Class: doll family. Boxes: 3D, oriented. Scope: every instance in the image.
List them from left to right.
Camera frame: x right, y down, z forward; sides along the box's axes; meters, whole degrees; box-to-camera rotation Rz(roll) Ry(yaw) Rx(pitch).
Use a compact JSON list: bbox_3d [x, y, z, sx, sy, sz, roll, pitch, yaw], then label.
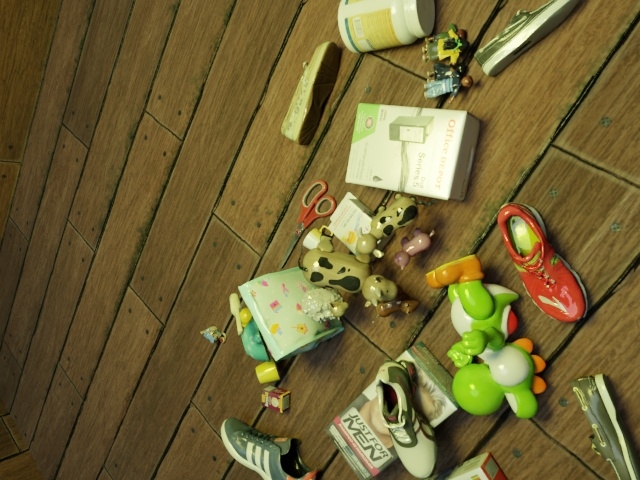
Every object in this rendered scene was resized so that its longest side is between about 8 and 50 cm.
[{"bbox_3d":[0.299,-0.411,1.036,0.111,0.076,0.193,-2,96,29],"label":"doll family"}]

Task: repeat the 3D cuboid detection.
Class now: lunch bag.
[{"bbox_3d":[-0.089,0.199,1.207,0.160,0.262,0.223,-37,73,29],"label":"lunch bag"}]

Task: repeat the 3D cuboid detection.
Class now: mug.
[{"bbox_3d":[-0.003,0.002,1.263,0.064,0.062,0.078,38,119,18],"label":"mug"}]

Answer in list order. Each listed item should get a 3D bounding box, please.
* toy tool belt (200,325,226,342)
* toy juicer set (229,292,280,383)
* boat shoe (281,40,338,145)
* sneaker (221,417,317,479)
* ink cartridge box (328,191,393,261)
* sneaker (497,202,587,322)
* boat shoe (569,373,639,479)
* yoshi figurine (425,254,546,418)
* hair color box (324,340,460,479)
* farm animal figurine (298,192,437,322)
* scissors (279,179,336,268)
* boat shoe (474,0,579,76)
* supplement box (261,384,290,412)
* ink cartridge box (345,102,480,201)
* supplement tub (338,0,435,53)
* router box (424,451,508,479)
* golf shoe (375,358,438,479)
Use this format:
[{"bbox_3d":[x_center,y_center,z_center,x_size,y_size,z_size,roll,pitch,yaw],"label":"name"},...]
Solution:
[{"bbox_3d":[-0.368,0.329,1.526,0.083,0.051,0.052,26,107,30],"label":"toy tool belt"},{"bbox_3d":[-0.186,0.259,1.299,0.089,0.329,0.209,-19,47,-7],"label":"toy juicer set"},{"bbox_3d":[-0.036,-0.412,1.236,0.089,0.104,0.285,32,110,26],"label":"boat shoe"},{"bbox_3d":[-0.151,0.634,1.362,0.350,0.131,0.148,32,102,22],"label":"sneaker"},{"bbox_3d":[0.095,-0.040,1.192,0.181,0.061,0.104,45,115,24],"label":"ink cartridge box"},{"bbox_3d":[0.445,0.049,0.928,0.107,0.118,0.279,-35,73,31],"label":"sneaker"},{"bbox_3d":[0.571,0.385,0.888,0.068,0.081,0.228,-23,72,35],"label":"boat shoe"},{"bbox_3d":[0.332,0.228,0.983,0.203,0.203,0.362,-34,76,47],"label":"yoshi figurine"},{"bbox_3d":[0.182,0.437,1.132,0.174,0.105,0.347,48,115,22],"label":"hair color box"},{"bbox_3d":[0.102,0.061,1.039,0.327,0.172,0.330,0,114,9],"label":"farm animal figurine"},{"bbox_3d":[-0.061,-0.048,1.325,0.297,0.021,0.109,-48,70,27],"label":"scissors"},{"bbox_3d":[0.428,-0.448,0.940,0.219,0.078,0.070,-37,74,31],"label":"boat shoe"},{"bbox_3d":[-0.138,0.491,1.385,0.083,0.043,0.055,3,96,34],"label":"supplement box"},{"bbox_3d":[0.216,-0.213,1.070,0.273,0.115,0.198,15,100,32],"label":"ink cartridge box"},{"bbox_3d":[0.159,-0.540,1.075,0.199,0.144,0.144,5,95,34],"label":"supplement tub"},{"bbox_3d":[0.341,0.715,1.052,0.335,0.082,0.301,-41,71,28],"label":"router box"},{"bbox_3d":[0.178,0.409,1.000,0.105,0.120,0.273,-21,82,30],"label":"golf shoe"}]
